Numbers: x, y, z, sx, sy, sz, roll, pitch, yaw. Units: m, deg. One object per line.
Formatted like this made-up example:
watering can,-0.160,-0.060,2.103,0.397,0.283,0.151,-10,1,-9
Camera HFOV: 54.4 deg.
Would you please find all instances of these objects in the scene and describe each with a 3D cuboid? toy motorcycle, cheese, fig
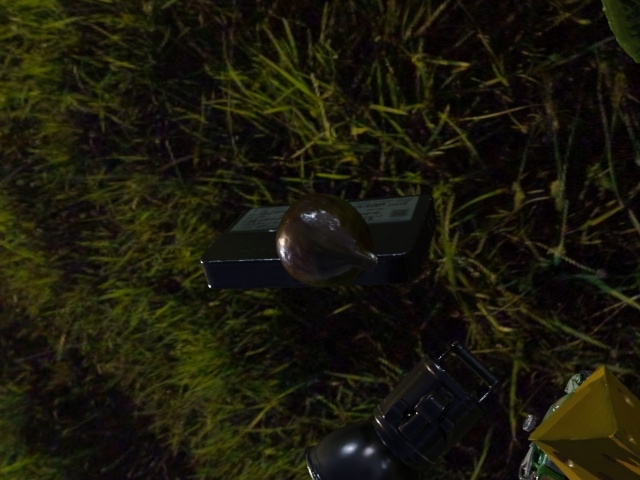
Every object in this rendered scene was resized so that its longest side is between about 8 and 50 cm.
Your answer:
toy motorcycle,0.345,0.272,0.879,0.074,0.106,0.190,31,86,0
cheese,0.311,0.212,0.646,0.126,0.171,0.093,-43,82,0
fig,0.017,0.004,0.707,0.154,0.103,0.109,15,75,48

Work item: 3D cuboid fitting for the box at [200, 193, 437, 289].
box,0.000,0.000,0.997,0.350,0.211,0.058,-3,116,23

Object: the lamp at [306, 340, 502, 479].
lamp,0.109,0.226,0.743,0.147,0.172,0.227,43,95,21

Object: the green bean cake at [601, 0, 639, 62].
green bean cake,0.568,-0.389,0.968,0.222,0.248,0.125,-5,72,34
